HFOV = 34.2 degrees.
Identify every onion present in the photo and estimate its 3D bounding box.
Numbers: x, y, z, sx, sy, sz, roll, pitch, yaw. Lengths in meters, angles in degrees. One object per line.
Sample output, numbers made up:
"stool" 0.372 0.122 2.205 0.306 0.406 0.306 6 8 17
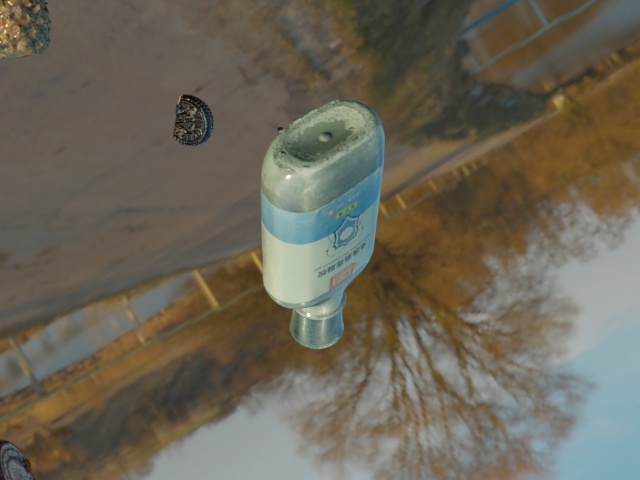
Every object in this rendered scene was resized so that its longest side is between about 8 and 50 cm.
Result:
"onion" -0.552 0.386 1.661 0.135 0.198 0.173 -37 -143 1

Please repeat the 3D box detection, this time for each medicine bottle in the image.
"medicine bottle" 0.000 0.000 0.716 0.090 0.053 0.208 -35 149 -27

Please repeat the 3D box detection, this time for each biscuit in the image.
"biscuit" -0.220 -0.201 1.753 0.089 0.087 0.027 -31 -171 33

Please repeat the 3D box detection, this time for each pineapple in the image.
"pineapple" -0.416 -0.346 1.396 0.108 0.198 0.108 2 -163 0
